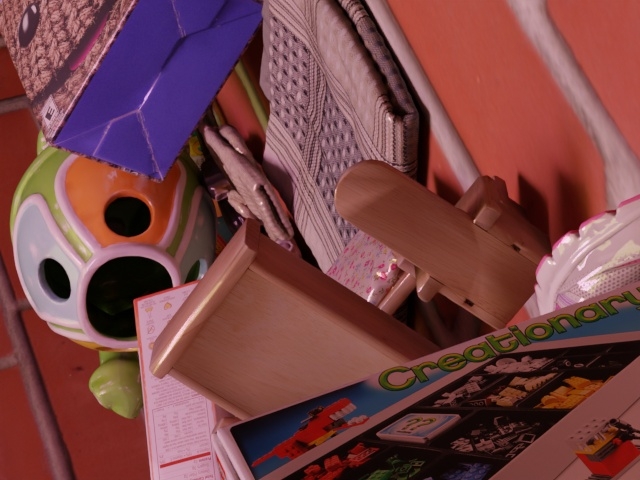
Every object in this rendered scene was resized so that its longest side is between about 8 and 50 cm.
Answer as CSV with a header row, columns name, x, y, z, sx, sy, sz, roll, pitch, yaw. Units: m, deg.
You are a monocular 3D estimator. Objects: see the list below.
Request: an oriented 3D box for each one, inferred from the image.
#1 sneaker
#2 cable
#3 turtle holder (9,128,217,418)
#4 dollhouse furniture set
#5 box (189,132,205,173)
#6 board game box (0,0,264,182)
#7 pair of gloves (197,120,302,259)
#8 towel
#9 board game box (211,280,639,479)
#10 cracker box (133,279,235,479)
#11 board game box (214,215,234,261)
name,x,y,z,sx,sy,sz,roll,pitch,yaw
sneaker,0.168,0.073,0.925,0.111,0.103,0.252,56,141,32
cable,-0.100,-0.090,2.002,0.139,0.072,0.287,62,-175,-25
turtle holder,-0.248,0.033,1.968,0.320,0.243,0.227,-56,29,21
dollhouse furniture set,0.000,0.000,1.263,0.303,0.174,0.355,-51,16,21
box,-0.177,-0.135,2.223,0.179,0.043,0.105,110,142,-63
board game box,-0.206,-0.246,1.786,0.232,0.141,0.291,-56,38,21
pair of gloves,-0.053,-0.007,1.751,0.240,0.042,0.204,63,177,-36
towel,0.004,-0.102,1.523,0.312,0.056,0.324,91,160,-49
board game box,0.125,0.106,0.752,0.193,0.305,0.053,-124,20,-54
cracker box,-0.079,0.168,1.382,0.156,0.067,0.232,45,-147,-59
board game box,-0.097,0.162,2.139,0.308,0.086,0.302,-133,31,-62
